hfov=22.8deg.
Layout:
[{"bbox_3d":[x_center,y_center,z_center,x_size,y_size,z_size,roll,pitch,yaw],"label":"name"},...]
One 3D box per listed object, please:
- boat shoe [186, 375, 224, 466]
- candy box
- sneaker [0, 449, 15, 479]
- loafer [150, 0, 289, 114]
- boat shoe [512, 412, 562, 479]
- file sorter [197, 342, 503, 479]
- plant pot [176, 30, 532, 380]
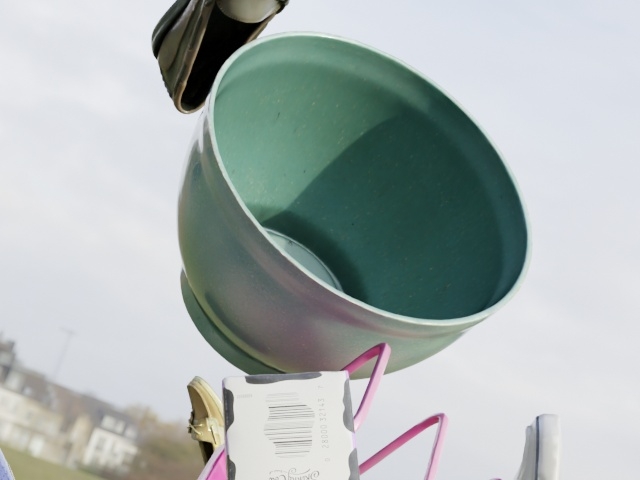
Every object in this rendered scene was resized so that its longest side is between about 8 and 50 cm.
[{"bbox_3d":[-0.137,0.231,1.938,0.050,0.045,0.135,12,-53,57],"label":"boat shoe"},{"bbox_3d":[-0.012,0.194,0.842,0.070,0.196,0.165,-3,-35,-4],"label":"candy box"},{"bbox_3d":[-0.294,0.348,1.657,0.182,0.316,0.127,1,23,25],"label":"sneaker"},{"bbox_3d":[-0.070,-0.209,1.413,0.096,0.084,0.267,5,-30,-28],"label":"loafer"},{"bbox_3d":[0.202,0.311,1.676,0.088,0.268,0.096,8,-8,11],"label":"boat shoe"},{"bbox_3d":[0.059,0.249,1.127,0.291,0.182,0.202,50,19,-6],"label":"file sorter"},{"bbox_3d":[0.000,0.000,1.315,0.293,0.293,0.196,23,-46,-17],"label":"plant pot"}]
